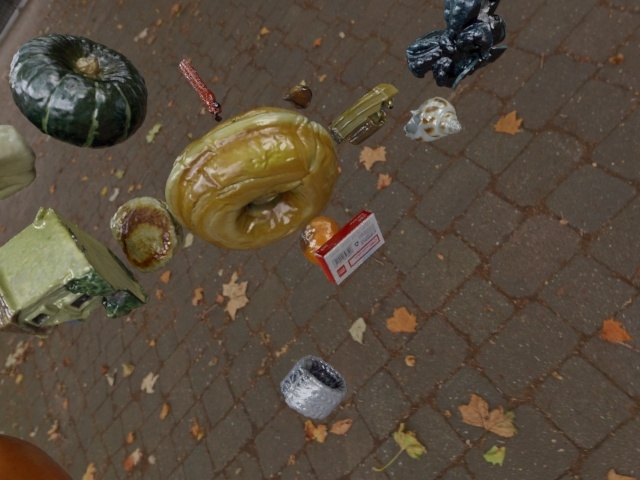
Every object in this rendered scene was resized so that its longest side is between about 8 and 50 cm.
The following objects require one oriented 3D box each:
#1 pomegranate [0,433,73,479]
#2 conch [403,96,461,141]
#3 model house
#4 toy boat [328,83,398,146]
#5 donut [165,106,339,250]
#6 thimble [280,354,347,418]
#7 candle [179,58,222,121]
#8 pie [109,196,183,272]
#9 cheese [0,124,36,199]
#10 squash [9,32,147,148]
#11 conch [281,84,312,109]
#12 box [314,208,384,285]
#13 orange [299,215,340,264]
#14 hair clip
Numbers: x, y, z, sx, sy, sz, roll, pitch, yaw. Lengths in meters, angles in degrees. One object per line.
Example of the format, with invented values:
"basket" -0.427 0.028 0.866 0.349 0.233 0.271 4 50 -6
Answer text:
"pomegranate" -0.337 0.317 0.371 0.265 0.264 0.264 -20 57 33
"conch" 0.442 -0.462 1.643 0.275 0.149 0.182 -106 33 -71
"model house" -0.615 0.127 1.015 0.266 0.321 0.261 -38 69 -13
"toy boat" 0.133 -0.380 1.337 0.089 0.115 0.310 -42 10 -34
"donut" -0.158 -0.138 1.071 0.449 0.449 0.198 -37 61 21
"thimble" -0.026 0.576 1.663 0.157 0.246 0.217 -53 42 8
"candle" -0.441 -0.563 1.562 0.051 0.048 0.329 -36 66 0
"pie" -0.459 -0.020 1.118 0.179 0.084 0.205 -38 75 4
"cheese" -0.693 -0.153 0.885 0.263 0.159 0.092 -22 97 54
"squash" -0.495 -0.313 0.890 0.165 0.253 0.252 -45 42 45
"conch" -0.074 -0.488 1.463 0.086 0.080 0.232 -5 29 8
"box" 0.095 0.017 1.283 0.229 0.122 0.050 -41 38 -20
"orange" 0.000 0.000 1.897 0.224 0.170 0.223 -173 90 -68
"hair clip" 0.382 -0.550 1.176 0.195 0.206 0.310 -39 -2 -22
